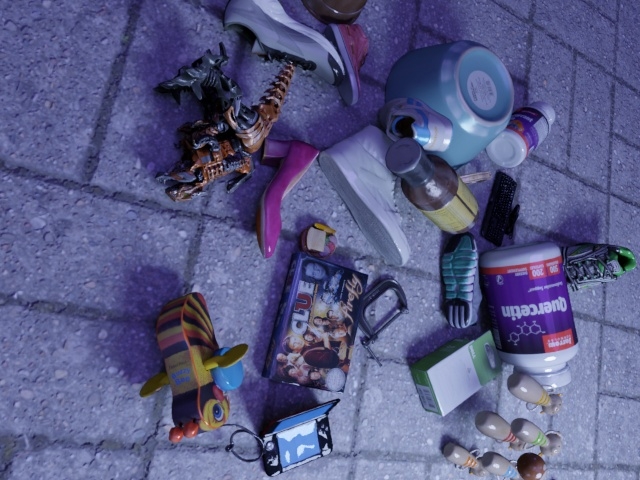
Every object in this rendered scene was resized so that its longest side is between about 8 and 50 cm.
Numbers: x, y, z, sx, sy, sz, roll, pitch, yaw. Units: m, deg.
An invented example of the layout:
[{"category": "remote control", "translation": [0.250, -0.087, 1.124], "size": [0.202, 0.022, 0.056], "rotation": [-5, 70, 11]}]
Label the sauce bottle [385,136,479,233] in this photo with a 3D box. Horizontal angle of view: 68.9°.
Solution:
[{"category": "sauce bottle", "translation": [0.234, -0.108, 0.956], "size": [0.344, 0.111, 0.112], "rotation": [29, 69, -54]}]

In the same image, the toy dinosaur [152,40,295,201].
[{"category": "toy dinosaur", "translation": [-0.174, -0.216, 0.839], "size": [0.218, 0.164, 0.322], "rotation": [54, 49, -27]}]

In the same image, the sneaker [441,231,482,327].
[{"category": "sneaker", "translation": [0.341, 0.093, 1.104], "size": [0.098, 0.083, 0.224], "rotation": [11, 83, -47]}]

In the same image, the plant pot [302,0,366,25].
[{"category": "plant pot", "translation": [0.058, -0.562, 0.965], "size": [0.166, 0.165, 0.167], "rotation": [3, 82, -27]}]

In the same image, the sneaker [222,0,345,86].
[{"category": "sneaker", "translation": [-0.070, -0.387, 0.927], "size": [0.271, 0.100, 0.108], "rotation": [31, 85, -18]}]

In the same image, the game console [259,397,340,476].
[{"category": "game console", "translation": [-0.031, 0.363, 0.859], "size": [0.144, 0.085, 0.124], "rotation": [-9, 88, -28]}]

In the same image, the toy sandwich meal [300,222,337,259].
[{"category": "toy sandwich meal", "translation": [0.000, 0.000, 0.947], "size": [0.085, 0.029, 0.086], "rotation": [3, 83, -27]}]

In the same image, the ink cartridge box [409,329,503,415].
[{"category": "ink cartridge box", "translation": [0.311, 0.293, 1.059], "size": [0.209, 0.062, 0.109], "rotation": [-22, 95, -28]}]

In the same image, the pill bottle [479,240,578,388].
[{"category": "pill bottle", "translation": [0.494, 0.171, 1.102], "size": [0.181, 0.181, 0.323], "rotation": [-11, 89, -28]}]

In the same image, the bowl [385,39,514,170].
[{"category": "bowl", "translation": [0.323, -0.330, 1.081], "size": [0.311, 0.163, 0.312], "rotation": [4, 82, -28]}]

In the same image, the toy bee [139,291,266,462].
[{"category": "toy bee", "translation": [-0.183, 0.231, 0.734], "size": [0.195, 0.162, 0.298], "rotation": [-45, 83, 13]}]

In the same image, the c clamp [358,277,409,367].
[{"category": "c clamp", "translation": [0.136, 0.166, 1.008], "size": [0.160, 0.022, 0.137], "rotation": [-42, 99, -23]}]

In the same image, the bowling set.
[{"category": "bowling set", "translation": [0.418, 0.447, 0.977], "size": [0.154, 0.200, 0.287], "rotation": [33, 105, -19]}]

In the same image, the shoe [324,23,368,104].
[{"category": "shoe", "translation": [0.072, -0.385, 1.009], "size": [0.081, 0.063, 0.178], "rotation": [-16, 88, -23]}]

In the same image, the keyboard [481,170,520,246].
[{"category": "keyboard", "translation": [0.479, -0.080, 1.205], "size": [0.100, 0.038, 0.192], "rotation": [27, 73, -23]}]

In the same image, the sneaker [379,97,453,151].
[{"category": "sneaker", "translation": [0.175, -0.247, 0.965], "size": [0.092, 0.229, 0.088], "rotation": [0, 115, -23]}]

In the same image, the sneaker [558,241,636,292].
[{"category": "sneaker", "translation": [0.697, 0.064, 1.241], "size": [0.343, 0.146, 0.134], "rotation": [-14, 91, -28]}]

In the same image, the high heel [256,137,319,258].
[{"category": "high heel", "translation": [-0.060, -0.081, 0.897], "size": [0.117, 0.082, 0.244], "rotation": [6, 68, -16]}]

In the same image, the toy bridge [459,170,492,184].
[{"category": "toy bridge", "translation": [0.348, -0.146, 1.128], "size": [0.188, 0.063, 0.026], "rotation": [-13, 91, -29]}]

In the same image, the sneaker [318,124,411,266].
[{"category": "sneaker", "translation": [0.142, -0.103, 0.991], "size": [0.169, 0.108, 0.293], "rotation": [-37, 100, -23]}]

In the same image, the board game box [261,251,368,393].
[{"category": "board game box", "translation": [-0.006, 0.163, 0.919], "size": [0.165, 0.042, 0.243], "rotation": [19, 76, -24]}]

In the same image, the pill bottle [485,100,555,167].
[{"category": "pill bottle", "translation": [0.524, -0.282, 1.210], "size": [0.193, 0.108, 0.108], "rotation": [-40, 103, -26]}]
